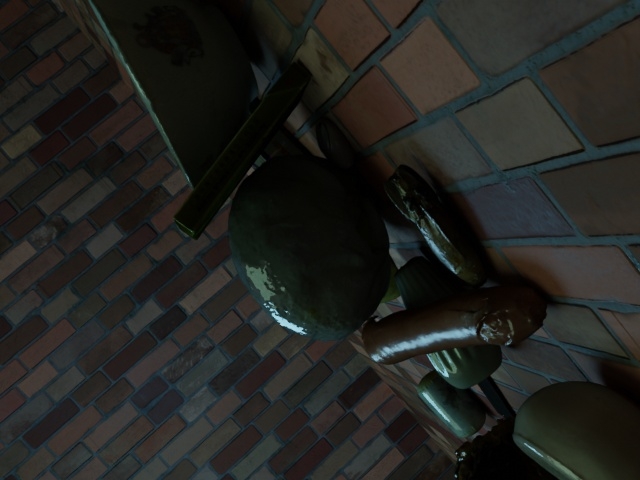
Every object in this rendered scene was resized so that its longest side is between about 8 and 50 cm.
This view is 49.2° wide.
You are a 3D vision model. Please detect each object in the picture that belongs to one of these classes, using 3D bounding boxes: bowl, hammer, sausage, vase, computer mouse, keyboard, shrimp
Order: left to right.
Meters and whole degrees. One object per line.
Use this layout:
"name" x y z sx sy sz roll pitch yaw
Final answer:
"bowl" -0.237 -0.301 1.258 0.434 0.196 0.435 60 173 13
"computer mouse" 0.021 -0.162 1.207 0.096 0.039 0.066 53 170 -24
"shrimp" 0.171 -0.020 1.068 0.253 0.058 0.173 49 180 -22
"sausage" 0.195 0.138 1.122 0.419 0.094 0.094 151 116 -61
"vase" 0.226 0.144 1.284 0.248 0.128 0.128 57 171 2
"hammer" 0.366 0.462 2.001 0.202 0.113 0.305 50 177 12
"keyboard" 0.351 0.301 1.613 0.381 0.041 0.103 46 172 -27

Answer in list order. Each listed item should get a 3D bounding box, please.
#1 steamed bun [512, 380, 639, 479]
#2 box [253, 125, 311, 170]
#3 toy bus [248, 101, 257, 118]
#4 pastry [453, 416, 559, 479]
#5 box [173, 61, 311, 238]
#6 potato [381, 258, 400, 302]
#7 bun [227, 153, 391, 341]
"steamed bun" 0.392 0.282 0.970 0.232 0.145 0.232 37 173 6
"box" -0.063 -0.132 1.592 0.198 0.084 0.310 46 170 17
"toy bus" -0.230 -0.258 1.595 0.133 0.165 0.271 49 171 -4
"pastry" 0.405 0.556 1.370 0.337 0.292 0.405 25 -136 -59
"box" -0.130 -0.140 1.148 0.043 0.311 0.173 37 172 -5
"potato" 0.088 0.059 1.598 0.160 0.111 0.271 37 166 45
"bun" 0.000 0.000 1.258 0.362 0.211 0.362 42 -149 -32
